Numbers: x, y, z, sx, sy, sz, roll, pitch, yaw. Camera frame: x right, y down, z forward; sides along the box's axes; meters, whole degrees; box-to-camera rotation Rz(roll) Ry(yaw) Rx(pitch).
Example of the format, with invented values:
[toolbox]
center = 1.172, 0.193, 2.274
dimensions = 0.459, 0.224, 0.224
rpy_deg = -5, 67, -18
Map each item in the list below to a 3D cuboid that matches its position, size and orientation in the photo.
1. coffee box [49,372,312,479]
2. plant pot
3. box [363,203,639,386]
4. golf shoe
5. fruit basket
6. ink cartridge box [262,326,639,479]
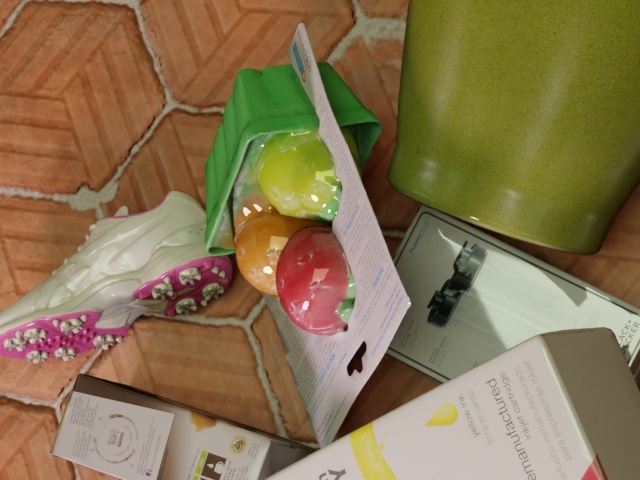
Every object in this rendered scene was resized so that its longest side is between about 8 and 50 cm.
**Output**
[coffee box]
center = -0.153, 0.234, 1.988
dimensions = 0.246, 0.141, 0.098
rpy_deg = 16, 85, 21
[plant pot]
center = 0.232, -0.184, 1.857
dimensions = 0.366, 0.366, 0.353
rpy_deg = 23, 99, 22
[box]
center = 0.202, 0.097, 1.922
dimensions = 0.290, 0.087, 0.169
rpy_deg = 26, 88, 22
[golf shoe]
center = -0.253, 0.044, 2.091
dimensions = 0.306, 0.115, 0.140
rpy_deg = -21, 62, 8
[fruit basket]
center = 0.000, 0.000, 1.907
dimensions = 0.165, 0.327, 0.353
rpy_deg = -13, 61, -25
[ink cartridge box]
center = 0.156, 0.291, 1.787
dimensions = 0.385, 0.160, 0.279
rpy_deg = -31, 73, 31
